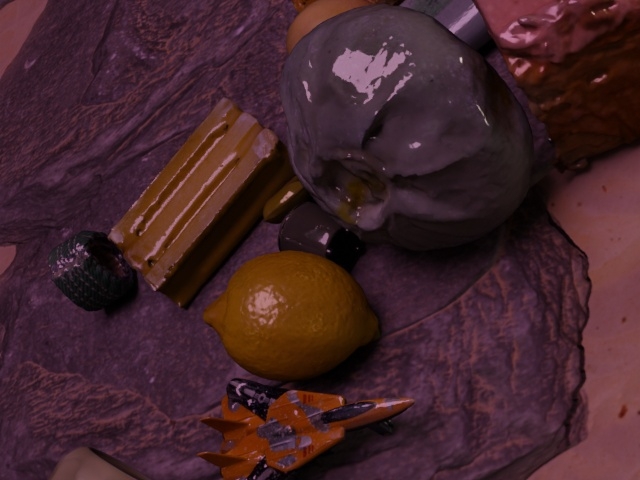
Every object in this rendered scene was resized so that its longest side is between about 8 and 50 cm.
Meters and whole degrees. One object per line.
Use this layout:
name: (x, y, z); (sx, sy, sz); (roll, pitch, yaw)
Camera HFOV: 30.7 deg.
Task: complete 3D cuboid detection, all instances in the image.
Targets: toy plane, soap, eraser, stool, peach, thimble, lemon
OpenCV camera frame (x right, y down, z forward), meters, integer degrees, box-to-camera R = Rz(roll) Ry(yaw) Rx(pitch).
toy plane: (-0.008, 0.251, 1.544); (0.316, 0.103, 0.204); (-14, 56, 23)
soap: (-0.042, -0.066, 1.778); (0.089, 0.045, 0.140); (-44, 3, 20)
eraser: (0.216, -0.357, 1.782); (0.227, 0.081, 0.174); (-40, 43, 11)
stool: (0.000, 0.000, 1.705); (0.110, 0.096, 0.096); (22, 77, 41)
peach: (0.041, -0.272, 1.715); (0.184, 0.184, 0.184); (-20, 51, 27)
thimble: (-0.379, 0.048, 1.941); (0.090, 0.135, 0.118); (-33, 45, 16)
lemon: (-0.039, 0.104, 1.602); (0.244, 0.187, 0.187); (4, 59, 2)
soap: (-0.189, -0.063, 1.900); (0.315, 0.091, 0.199); (-50, 44, -2)

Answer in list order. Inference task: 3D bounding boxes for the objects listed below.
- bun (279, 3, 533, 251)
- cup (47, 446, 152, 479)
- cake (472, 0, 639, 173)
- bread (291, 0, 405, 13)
bun: (0.098, -0.129, 1.529); (0.362, 0.362, 0.211); (-2, 34, 37)
cup: (-0.297, 0.418, 1.598); (0.255, 0.173, 0.202); (22, 78, 45)
cake: (0.359, -0.319, 1.497); (0.314, 0.293, 0.307); (-25, 51, 15)
bread: (0.065, -0.437, 1.922); (0.236, 0.120, 0.198); (13, 69, 45)
